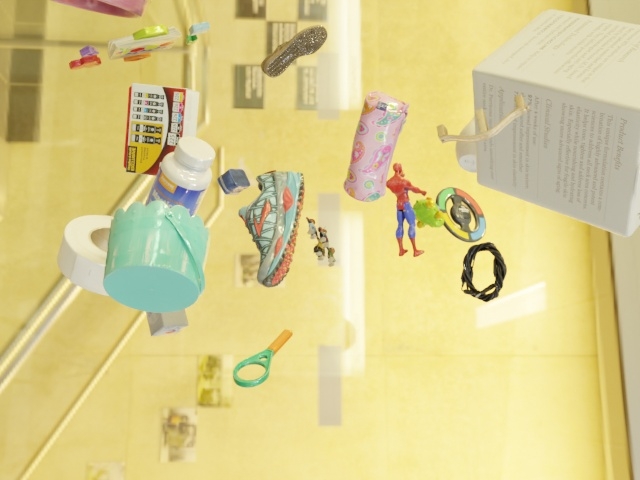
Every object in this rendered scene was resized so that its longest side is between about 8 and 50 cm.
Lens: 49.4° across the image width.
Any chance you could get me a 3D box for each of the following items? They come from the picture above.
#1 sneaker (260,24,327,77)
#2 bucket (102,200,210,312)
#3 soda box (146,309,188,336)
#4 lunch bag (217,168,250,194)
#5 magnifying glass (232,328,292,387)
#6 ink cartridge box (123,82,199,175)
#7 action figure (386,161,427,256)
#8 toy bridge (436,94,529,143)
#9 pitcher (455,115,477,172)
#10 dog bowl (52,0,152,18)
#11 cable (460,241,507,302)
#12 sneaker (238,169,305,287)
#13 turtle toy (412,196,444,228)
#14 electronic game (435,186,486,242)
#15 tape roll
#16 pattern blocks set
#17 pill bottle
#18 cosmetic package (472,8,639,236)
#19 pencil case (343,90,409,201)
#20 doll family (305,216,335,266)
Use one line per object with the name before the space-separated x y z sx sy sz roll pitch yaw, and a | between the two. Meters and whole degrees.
sneaker | -0.072 -0.483 1.740 0.066 0.188 0.071 58 -5 -38
bucket | -0.417 0.050 1.781 0.281 0.281 0.183 97 -5 -57
soda box | -0.527 0.168 2.297 0.091 0.098 0.286 -36 -117 37
lunch bag | -0.272 -0.182 2.176 0.098 0.065 0.067 -4 67 -61
magnifying glass | -0.143 0.303 1.808 0.231 0.092 0.026 -41 135 -49
ink cartridge box | -0.584 -0.384 2.439 0.130 0.271 0.310 -29 125 -77
action figure | 0.266 -0.106 2.074 0.139 0.091 0.281 -33 116 -46
toy bridge | 0.329 -0.234 1.406 0.026 0.188 0.063 40 40 -48
pitcher | 0.470 -0.287 2.043 0.178 0.125 0.207 73 34 -56
dog bowl | -0.564 -0.626 1.596 0.408 0.407 0.151 -113 -146 -80
cable | 0.505 0.095 2.149 0.150 0.047 0.185 28 -72 46
sneaker | -0.108 -0.025 1.411 0.104 0.125 0.262 88 11 -60
turtle toy | 0.336 -0.083 2.160 0.130 0.095 0.066 47 35 -23
electronic game | 0.511 -0.094 2.531 0.048 0.229 0.229 -43 -141 47
tape roll | -0.612 0.041 2.025 0.286 0.286 0.100 -97 -151 -61
pattern blocks set | -0.453 -0.499 1.763 0.285 0.324 0.026 -4 -76 58
pill bottle | -0.410 -0.164 2.043 0.272 0.152 0.152 -59 -159 32
cosmetic package | 0.600 -0.277 1.576 0.393 0.327 0.330 27 -36 36
pencil case | 0.142 -0.241 1.803 0.124 0.124 0.284 -95 -164 -56
doll family | 0.000 0.000 2.412 0.111 0.076 0.193 -82 160 -61
